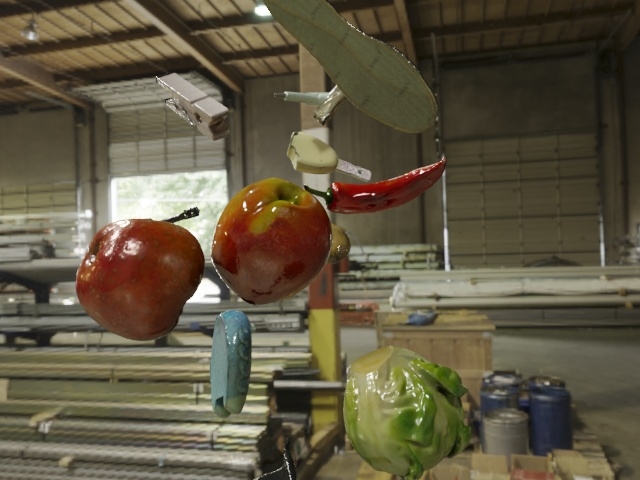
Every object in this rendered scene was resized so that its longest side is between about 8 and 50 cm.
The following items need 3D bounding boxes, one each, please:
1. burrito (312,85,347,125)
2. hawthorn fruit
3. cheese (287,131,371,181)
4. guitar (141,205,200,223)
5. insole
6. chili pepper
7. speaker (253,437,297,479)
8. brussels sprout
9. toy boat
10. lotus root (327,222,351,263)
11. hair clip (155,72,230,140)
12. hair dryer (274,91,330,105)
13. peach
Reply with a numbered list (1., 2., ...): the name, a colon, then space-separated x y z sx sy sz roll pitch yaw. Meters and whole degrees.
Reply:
1. burrito: 0.045 -0.390 1.590 0.051 0.171 0.042 39 2 18
2. hawthorn fruit: -0.402 0.086 1.317 0.284 0.284 0.284 -2 -1 0
3. cheese: 0.025 -0.223 1.650 0.255 0.127 0.050 20 -36 -7
4. guitar: -0.474 -0.046 1.694 0.271 0.084 0.038 -18 -6 17
5. insole: 0.039 -0.288 0.884 0.009 0.348 0.119 -43 -4 -47
6. chili pepper: 0.144 -0.136 1.523 0.368 0.137 0.092 -12 43 -1
7. speaker: -0.211 0.737 1.608 0.388 0.180 0.184 -20 38 -18
8. brussels sprout: 0.182 0.365 1.227 0.259 0.294 0.227 -36 1 -44
9. toy boat: -0.263 0.382 1.813 0.123 0.330 0.215 6 -26 -23
10. lotus root: -0.001 -0.003 1.880 0.146 0.131 0.303 33 -9 -30
11. hair clip: -0.379 -0.398 1.721 0.085 0.101 0.331 -23 44 -29
12. hair dryer: -0.048 -0.423 1.721 0.183 0.044 0.155 -7 15 -38
13. peach: -0.126 0.013 1.426 0.307 0.308 0.332 -1 -42 -39
